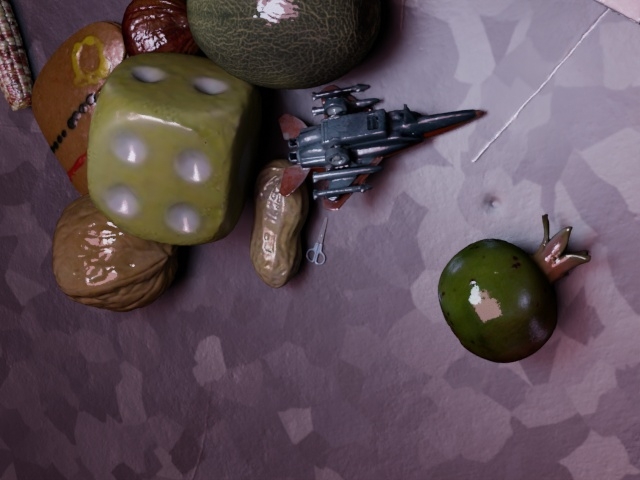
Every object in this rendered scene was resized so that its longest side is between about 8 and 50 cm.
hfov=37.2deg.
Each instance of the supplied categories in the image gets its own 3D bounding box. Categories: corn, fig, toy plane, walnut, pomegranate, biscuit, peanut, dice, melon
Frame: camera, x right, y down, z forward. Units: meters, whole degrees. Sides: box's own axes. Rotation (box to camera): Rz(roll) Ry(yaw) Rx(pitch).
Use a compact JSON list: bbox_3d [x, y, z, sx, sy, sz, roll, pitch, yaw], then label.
[{"bbox_3d":[-0.603,-0.362,1.812,0.079,0.079,0.237,-15,93,30],"label":"corn"},{"bbox_3d":[-0.223,-0.351,1.582,0.201,0.134,0.146,-8,112,18],"label":"fig"},{"bbox_3d":[0.083,-0.164,1.451,0.326,0.104,0.223,-14,63,26],"label":"toy plane"},{"bbox_3d":[-0.354,0.017,1.663,0.228,0.228,0.228,5,100,28],"label":"walnut"},{"bbox_3d":[0.278,0.066,1.353,0.224,0.181,0.181,-36,80,8],"label":"pomegranate"},{"bbox_3d":[-0.410,-0.238,1.737,0.262,0.052,0.277,-33,82,29],"label":"biscuit"},{"bbox_3d":[-0.066,-0.026,1.562,0.098,0.090,0.214,15,107,32],"label":"peanut"},{"bbox_3d":[-0.228,-0.146,1.509,0.233,0.227,0.238,11,124,4],"label":"dice"},{"bbox_3d":[-0.061,-0.345,1.423,0.301,0.237,0.238,10,103,29],"label":"melon"}]

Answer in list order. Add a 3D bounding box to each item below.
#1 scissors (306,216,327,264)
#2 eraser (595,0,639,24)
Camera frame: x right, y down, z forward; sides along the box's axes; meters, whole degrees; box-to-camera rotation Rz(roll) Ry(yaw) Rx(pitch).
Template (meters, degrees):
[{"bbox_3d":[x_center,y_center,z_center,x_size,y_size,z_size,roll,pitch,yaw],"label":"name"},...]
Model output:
[{"bbox_3d":[0.000,0.000,1.578,0.036,0.006,0.083,23,108,22],"label":"scissors"},{"bbox_3d":[0.423,-0.380,1.276,0.103,0.023,0.150,35,112,19],"label":"eraser"}]
